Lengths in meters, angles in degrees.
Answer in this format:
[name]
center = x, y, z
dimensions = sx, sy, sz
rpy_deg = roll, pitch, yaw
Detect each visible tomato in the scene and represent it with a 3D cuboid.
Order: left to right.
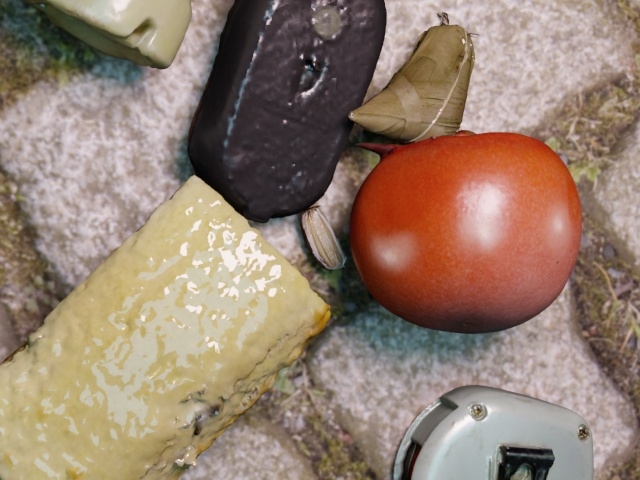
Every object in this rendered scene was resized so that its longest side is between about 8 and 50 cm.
[tomato]
center = 0.161, -0.012, 0.997
dimensions = 0.255, 0.256, 0.225
rpy_deg = 5, 71, -12

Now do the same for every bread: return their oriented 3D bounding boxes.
[bread]
center = -0.188, 0.138, 0.967
dimensions = 0.375, 0.165, 0.236
rpy_deg = -44, 94, -8

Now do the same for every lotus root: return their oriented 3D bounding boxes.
[lotus root]
center = 0.000, 0.000, 1.074
dimensions = 0.037, 0.030, 0.083
rpy_deg = -28, 98, -13

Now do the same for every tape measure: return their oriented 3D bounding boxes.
[tape measure]
center = 0.205, 0.301, 1.070
dimensions = 0.243, 0.125, 0.246
rpy_deg = 3, 90, -12

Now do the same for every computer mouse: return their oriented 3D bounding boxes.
[computer mouse]
center = -0.037, -0.179, 1.022
dimensions = 0.183, 0.116, 0.323
rpy_deg = 19, 98, -22

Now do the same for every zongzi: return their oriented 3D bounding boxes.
[zongzi]
center = 0.107, -0.204, 1.042
dimensions = 0.178, 0.081, 0.189
rpy_deg = 14, 86, -46

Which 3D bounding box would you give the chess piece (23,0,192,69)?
[chess piece]
center = -0.149, -0.414, 0.956
dimensions = 0.234, 0.234, 0.442
rpy_deg = 26, 88, -11
